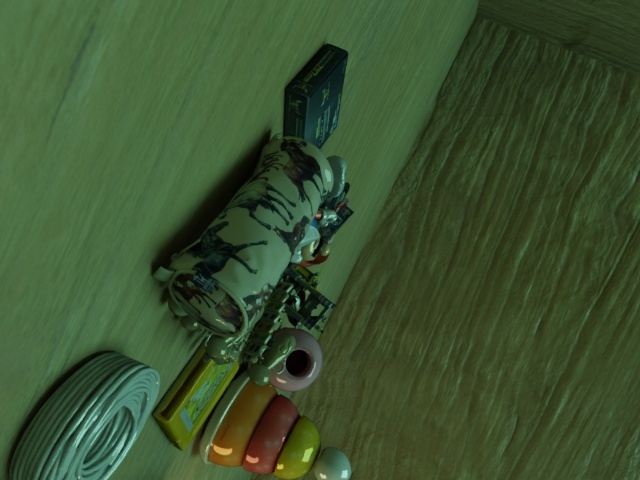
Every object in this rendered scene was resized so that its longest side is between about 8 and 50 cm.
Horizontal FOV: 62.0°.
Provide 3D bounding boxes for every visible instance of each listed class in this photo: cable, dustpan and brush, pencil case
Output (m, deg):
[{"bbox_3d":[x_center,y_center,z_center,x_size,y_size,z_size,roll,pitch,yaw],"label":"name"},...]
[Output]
[{"bbox_3d":[-0.369,0.306,0.862,0.257,0.089,0.257,-66,169,9],"label":"cable"},{"bbox_3d":[-0.083,-0.007,1.233,0.147,0.060,0.211,-25,176,2],"label":"dustpan and brush"},{"bbox_3d":[-0.123,-0.029,1.012,0.160,0.183,0.410,-22,-150,48],"label":"pencil case"}]

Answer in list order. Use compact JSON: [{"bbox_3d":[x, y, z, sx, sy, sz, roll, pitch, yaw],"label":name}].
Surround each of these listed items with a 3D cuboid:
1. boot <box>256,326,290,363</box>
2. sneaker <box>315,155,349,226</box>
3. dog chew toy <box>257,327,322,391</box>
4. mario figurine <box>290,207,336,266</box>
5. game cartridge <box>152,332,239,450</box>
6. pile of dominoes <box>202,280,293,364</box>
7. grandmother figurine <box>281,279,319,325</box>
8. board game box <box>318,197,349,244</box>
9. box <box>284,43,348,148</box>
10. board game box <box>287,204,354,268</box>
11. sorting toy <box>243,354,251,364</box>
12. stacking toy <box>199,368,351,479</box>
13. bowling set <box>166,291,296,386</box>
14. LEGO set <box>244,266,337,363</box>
[{"bbox_3d":[-0.181,0.466,2.090,0.246,0.084,0.161,-55,171,-32],"label":"boot"},{"bbox_3d":[0.031,-0.173,1.588,0.153,0.101,0.268,-55,171,-42],"label":"sneaker"},{"bbox_3d":[-0.122,0.392,1.818,0.206,0.207,0.332,-62,-164,-12],"label":"dog chew toy"},{"bbox_3d":[-0.025,-0.021,1.451,0.198,0.170,0.320,-27,152,-8],"label":"mario figurine"},{"bbox_3d":[-0.309,0.389,1.404,0.285,0.053,0.323,-57,165,-31],"label":"game cartridge"},{"bbox_3d":[-0.176,0.180,1.260,0.040,0.196,0.251,54,37,-26],"label":"pile of dominoes"},{"bbox_3d":[-0.088,0.203,1.895,0.342,0.104,0.207,11,77,-75],"label":"grandmother figurine"},{"bbox_3d":[0.032,-0.060,1.959,0.193,0.045,0.147,-68,168,22],"label":"board game box"},{"bbox_3d":[-0.014,-0.294,1.204,0.183,0.059,0.232,-55,165,-32],"label":"box"},{"bbox_3d":[0.000,0.000,1.771,0.243,0.042,0.165,-49,178,32],"label":"board game box"},{"bbox_3d":[-0.234,0.380,1.812,0.083,0.012,0.062,-58,167,-25],"label":"sorting toy"},{"bbox_3d":[-0.124,0.676,1.770,0.350,0.480,0.350,-59,168,-21],"label":"stacking toy"},{"bbox_3d":[-0.210,0.184,1.106,0.200,0.287,0.154,-24,-160,52],"label":"bowling set"},{"bbox_3d":[-0.082,0.233,1.560,0.331,0.192,0.255,-50,172,-7],"label":"LEGO set"}]
